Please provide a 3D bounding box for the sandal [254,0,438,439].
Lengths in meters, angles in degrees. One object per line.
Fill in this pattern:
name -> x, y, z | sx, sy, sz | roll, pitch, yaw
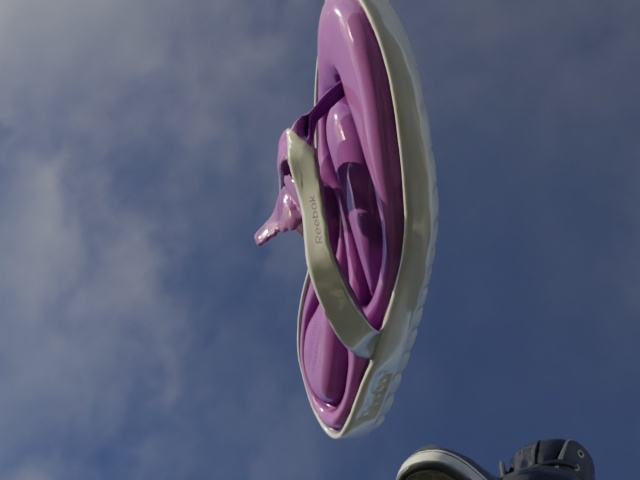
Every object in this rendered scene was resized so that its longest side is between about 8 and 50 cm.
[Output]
sandal -> 0.006, 0.008, 0.844 | 0.102, 0.169, 0.416 | -14, -51, -20

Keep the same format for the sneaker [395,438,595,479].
sneaker -> 0.133, 0.185, 0.810 | 0.086, 0.163, 0.226 | -21, -59, 29
